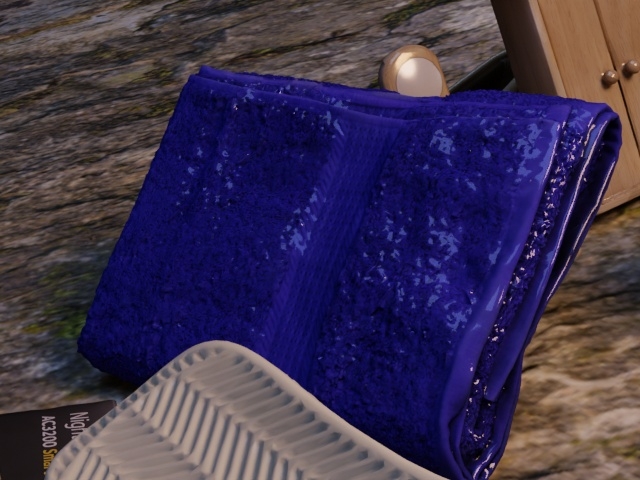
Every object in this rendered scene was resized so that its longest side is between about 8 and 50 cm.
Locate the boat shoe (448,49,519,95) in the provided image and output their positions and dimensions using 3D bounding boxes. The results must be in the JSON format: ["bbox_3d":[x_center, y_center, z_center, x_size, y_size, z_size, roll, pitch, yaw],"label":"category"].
[{"bbox_3d":[0.058,-0.050,0.963,0.285,0.089,0.104,-32,32,-33],"label":"boat shoe"}]

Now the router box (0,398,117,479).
[{"bbox_3d":[-0.191,0.181,0.566,0.242,0.081,0.309,-6,21,-11],"label":"router box"}]

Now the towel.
[{"bbox_3d":[0.000,0.000,0.800,0.308,0.076,0.228,10,68,41],"label":"towel"}]

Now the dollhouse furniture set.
[{"bbox_3d":[0.237,-0.105,0.782,0.303,0.174,0.355,-24,10,-21],"label":"dollhouse furniture set"}]

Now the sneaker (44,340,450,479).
[{"bbox_3d":[0.027,0.151,0.407,0.131,0.148,0.350,-35,26,-6],"label":"sneaker"}]
